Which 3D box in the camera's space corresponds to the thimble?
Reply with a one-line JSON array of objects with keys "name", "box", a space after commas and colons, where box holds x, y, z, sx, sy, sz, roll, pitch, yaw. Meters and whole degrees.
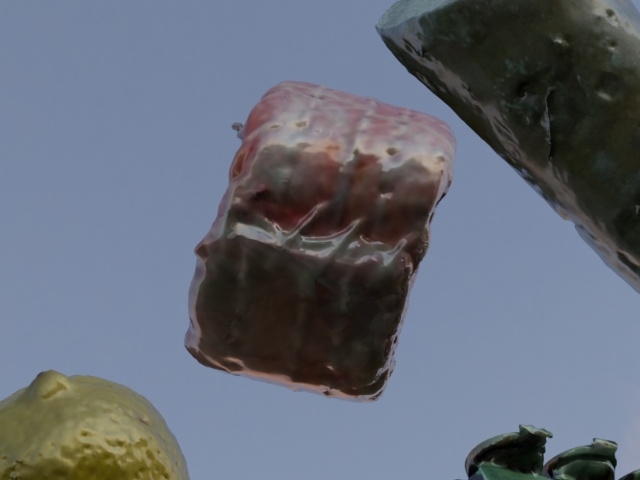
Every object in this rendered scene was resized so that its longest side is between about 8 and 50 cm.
[{"name": "thimble", "box": [0.000, 0.000, 1.096, 0.162, 0.239, 0.239, 17, -64, 4]}]

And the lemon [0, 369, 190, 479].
[{"name": "lemon", "box": [-0.239, 0.261, 1.378, 0.267, 0.267, 0.267, -11, -56, -18]}]

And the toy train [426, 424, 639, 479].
[{"name": "toy train", "box": [0.127, 0.168, 0.789, 0.194, 0.080, 0.125, 16, -47, -32]}]

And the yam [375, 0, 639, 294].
[{"name": "yam", "box": [0.183, -0.059, 0.899, 0.133, 0.133, 0.330, -42, -94, 5]}]
